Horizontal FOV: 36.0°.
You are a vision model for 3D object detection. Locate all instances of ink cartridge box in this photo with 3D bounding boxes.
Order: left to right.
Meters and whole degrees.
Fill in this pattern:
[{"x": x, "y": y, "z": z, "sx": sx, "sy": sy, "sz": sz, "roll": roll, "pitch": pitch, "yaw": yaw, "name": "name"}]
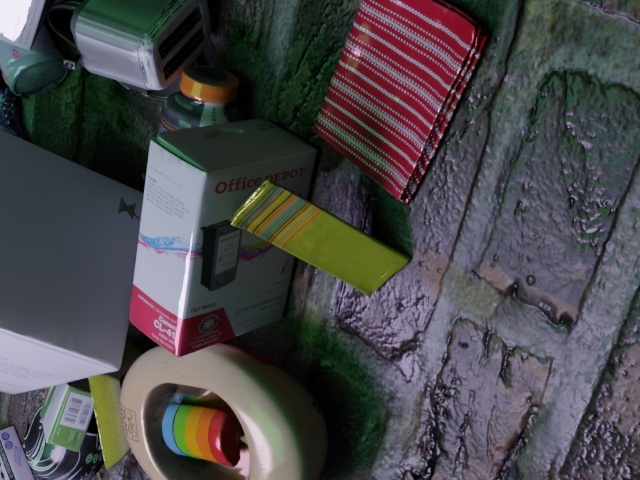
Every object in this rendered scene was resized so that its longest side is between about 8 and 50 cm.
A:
[{"x": -0.709, "y": 0.541, "z": 2.274, "sx": 0.097, "sy": 0.046, "sz": 0.207, "roll": -30, "pitch": 81, "yaw": 45, "name": "ink cartridge box"}, {"x": -0.467, "y": 0.306, "z": 1.824, "sx": 0.109, "sy": 0.062, "sz": 0.209, "roll": -70, "pitch": 19, "yaw": -3, "name": "ink cartridge box"}, {"x": -0.147, "y": -0.008, "z": 1.461, "sx": 0.131, "sy": 0.226, "sz": 0.306, "roll": 34, "pitch": 124, "yaw": 34, "name": "ink cartridge box"}]

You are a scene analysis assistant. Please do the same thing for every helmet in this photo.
[{"x": -0.507, "y": 0.408, "z": 1.966, "sx": 0.169, "sy": 0.169, "sz": 0.161, "roll": 38, "pitch": 109, "yaw": 30, "name": "helmet"}]

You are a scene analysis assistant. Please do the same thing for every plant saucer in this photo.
[{"x": -0.352, "y": 0.295, "z": 1.799, "sx": 0.045, "sy": 0.188, "sz": 0.188, "roll": -7, "pitch": 99, "yaw": 12, "name": "plant saucer"}]

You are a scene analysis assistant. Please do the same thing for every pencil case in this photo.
[{"x": -0.570, "y": -0.401, "z": 1.824, "sx": 0.113, "sy": 0.124, "sz": 0.273, "roll": -33, "pitch": 79, "yaw": 15, "name": "pencil case"}]

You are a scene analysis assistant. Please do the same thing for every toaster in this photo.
[{"x": -0.268, "y": -0.320, "z": 1.488, "sx": 0.146, "sy": 0.227, "sz": 0.129, "roll": 22, "pitch": 144, "yaw": 20, "name": "toaster"}]

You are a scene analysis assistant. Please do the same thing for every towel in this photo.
[{"x": 0.000, "y": 0.000, "z": 1.359, "sx": 0.237, "sy": 0.021, "sz": 0.102, "roll": 29, "pitch": 135, "yaw": -19, "name": "towel"}, {"x": 0.097, "y": -0.210, "z": 1.312, "sx": 0.199, "sy": 0.031, "sz": 0.274, "roll": 42, "pitch": 127, "yaw": 28, "name": "towel"}]

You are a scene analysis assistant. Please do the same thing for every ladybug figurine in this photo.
[{"x": -0.155, "y": 0.300, "z": 1.603, "sx": 0.449, "sy": 0.162, "sz": 0.305, "roll": 6, "pitch": 105, "yaw": 42, "name": "ladybug figurine"}]

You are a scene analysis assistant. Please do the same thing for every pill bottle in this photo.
[{"x": -0.191, "y": -0.145, "z": 1.529, "sx": 0.130, "sy": 0.130, "sz": 0.245, "roll": 34, "pitch": 124, "yaw": 32, "name": "pill bottle"}]

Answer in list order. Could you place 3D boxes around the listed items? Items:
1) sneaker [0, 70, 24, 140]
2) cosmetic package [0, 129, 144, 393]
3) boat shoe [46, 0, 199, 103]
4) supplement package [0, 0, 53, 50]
[{"x": -0.629, "y": -0.266, "z": 1.952, "sx": 0.071, "sy": 0.068, "sz": 0.169, "roll": -25, "pitch": 84, "yaw": 38, "name": "sneaker"}, {"x": -0.553, "y": 0.056, "z": 1.715, "sx": 0.394, "sy": 0.327, "sz": 0.329, "roll": -19, "pitch": 56, "yaw": 44, "name": "cosmetic package"}, {"x": -0.332, "y": -0.312, "z": 1.637, "sx": 0.335, "sy": 0.095, "sz": 0.112, "roll": 37, "pitch": 124, "yaw": 30, "name": "boat shoe"}, {"x": -0.500, "y": -0.493, "z": 1.641, "sx": 0.204, "sy": 0.145, "sz": 0.262, "roll": -88, "pitch": 23, "yaw": -50, "name": "supplement package"}]
